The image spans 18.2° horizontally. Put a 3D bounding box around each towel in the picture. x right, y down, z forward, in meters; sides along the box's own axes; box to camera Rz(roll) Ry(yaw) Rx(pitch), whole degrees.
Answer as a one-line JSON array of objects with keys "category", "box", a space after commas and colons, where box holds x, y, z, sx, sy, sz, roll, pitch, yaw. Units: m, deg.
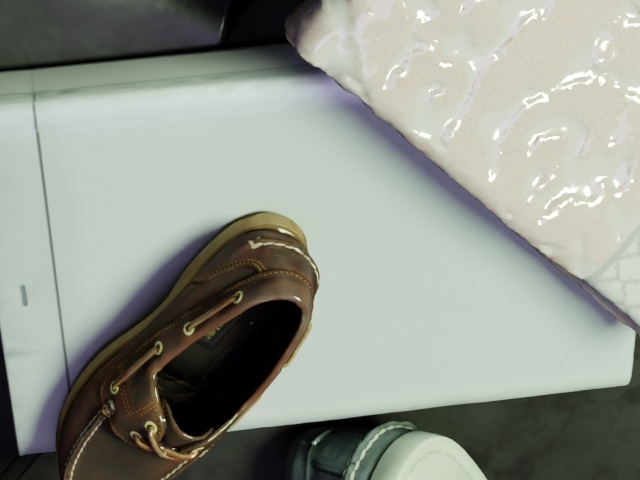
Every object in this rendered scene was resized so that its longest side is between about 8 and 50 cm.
[{"category": "towel", "box": [0.197, -0.129, 0.978, 0.332, 0.053, 0.317, -47, 121, 6]}]

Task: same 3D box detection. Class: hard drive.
[{"category": "hard drive", "box": [0.000, 0.000, 1.078, 0.353, 0.047, 0.233, -6, 126, -7]}]

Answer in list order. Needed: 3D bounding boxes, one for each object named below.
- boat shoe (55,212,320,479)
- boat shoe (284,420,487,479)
[{"category": "boat shoe", "box": [-0.074, 0.077, 1.046, 0.073, 0.073, 0.207, 23, 120, -26]}, {"category": "boat shoe", "box": [0.072, 0.217, 1.240, 0.099, 0.116, 0.319, 11, 146, 35]}]
